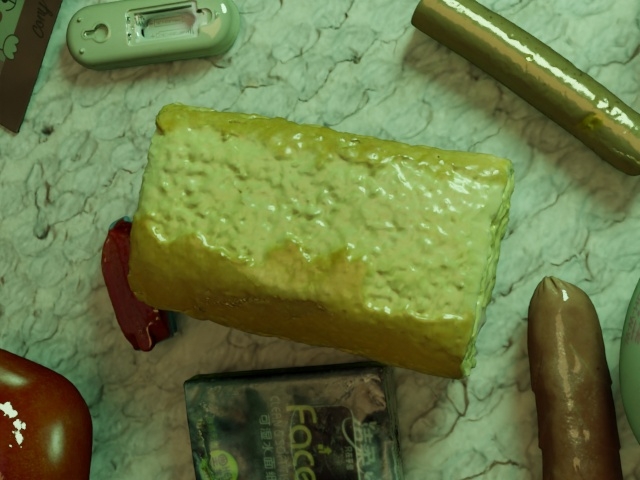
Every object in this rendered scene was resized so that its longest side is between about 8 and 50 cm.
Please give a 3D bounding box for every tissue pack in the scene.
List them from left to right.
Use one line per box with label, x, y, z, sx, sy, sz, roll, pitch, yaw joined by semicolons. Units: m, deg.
tissue pack;-0.028;0.230;0.881;0.235;0.073;0.173;-5;91;14

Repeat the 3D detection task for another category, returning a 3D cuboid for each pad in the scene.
pad;-0.408;-0.311;0.968;0.202;0.005;0.299;31;109;11

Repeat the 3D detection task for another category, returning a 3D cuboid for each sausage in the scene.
sausage;0.228;-0.171;0.816;0.301;0.066;0.066;39;99;9
sausage;0.268;0.250;0.805;0.088;0.088;0.433;-5;91;14

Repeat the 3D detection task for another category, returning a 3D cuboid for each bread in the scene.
bread;0.000;0.000;0.823;0.375;0.165;0.236;10;92;12

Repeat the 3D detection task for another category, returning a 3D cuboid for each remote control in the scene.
remote control;-0.204;-0.252;0.931;0.221;0.042;0.078;-4;91;13

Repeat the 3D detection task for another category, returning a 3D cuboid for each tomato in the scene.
tomato;-0.389;0.261;0.891;0.299;0.226;0.298;-1;84;12

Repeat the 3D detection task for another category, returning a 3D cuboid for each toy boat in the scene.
toy boat;-0.217;0.049;0.933;0.069;0.059;0.173;-23;79;12

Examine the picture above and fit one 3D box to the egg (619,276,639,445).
egg;0.409;0.056;0.694;0.230;0.230;0.371;25;90;12
